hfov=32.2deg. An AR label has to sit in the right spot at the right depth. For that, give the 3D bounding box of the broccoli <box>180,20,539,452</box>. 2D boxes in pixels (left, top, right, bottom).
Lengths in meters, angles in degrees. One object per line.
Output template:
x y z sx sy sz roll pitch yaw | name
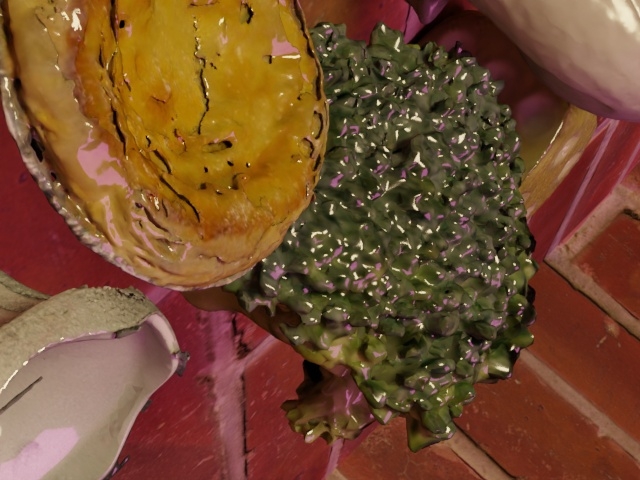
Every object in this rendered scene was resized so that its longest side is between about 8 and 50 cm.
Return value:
-0.007 0.006 0.802 0.348 0.293 0.281 -4 177 -41 | broccoli

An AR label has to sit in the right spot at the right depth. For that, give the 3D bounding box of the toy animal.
0.194 -0.196 0.824 0.206 0.265 0.271 -52 165 19 | toy animal

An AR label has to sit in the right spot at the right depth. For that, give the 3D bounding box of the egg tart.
-0.086 -0.087 0.560 0.094 0.234 0.234 -8 -176 30 | egg tart

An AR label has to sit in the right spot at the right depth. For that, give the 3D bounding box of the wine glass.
-0.186 0.039 0.518 0.165 0.196 0.165 -44 162 -19 | wine glass

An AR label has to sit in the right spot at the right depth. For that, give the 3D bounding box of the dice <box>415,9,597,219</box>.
0.154 -0.107 1.078 0.166 0.169 0.169 -50 164 2 | dice
